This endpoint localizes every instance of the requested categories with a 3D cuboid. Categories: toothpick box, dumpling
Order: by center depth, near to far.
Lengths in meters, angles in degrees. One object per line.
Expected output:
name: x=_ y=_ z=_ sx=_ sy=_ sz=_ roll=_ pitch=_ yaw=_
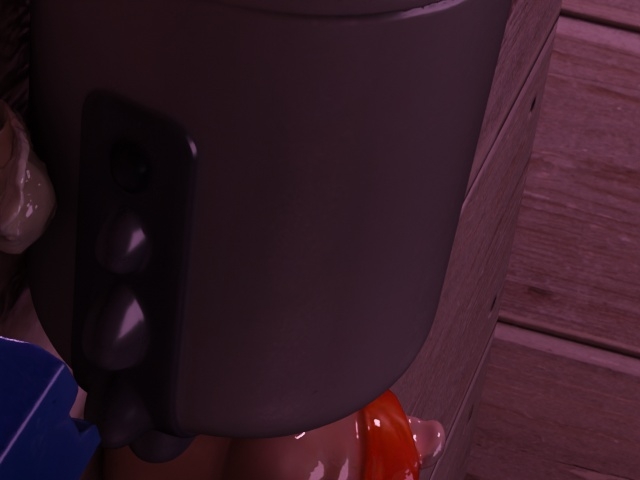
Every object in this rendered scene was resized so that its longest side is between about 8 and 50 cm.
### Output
dumpling: x=-0.132 y=-0.027 z=0.815 sx=0.057 sy=0.052 sz=0.076 roll=-63 pitch=167 yaw=2
toothpick box: x=-0.037 y=-0.041 z=0.879 sx=0.229 sy=0.229 sz=0.316 roll=-61 pitch=165 yaw=-51

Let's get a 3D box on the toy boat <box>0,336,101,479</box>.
toy boat: x=-0.195 y=0.165 z=0.705 sx=0.295 sy=0.088 sz=0.129 roll=-59 pitch=164 yaw=-20

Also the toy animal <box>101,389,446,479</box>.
toy animal: x=-0.031 y=0.144 z=1.154 sx=0.171 sy=0.198 sz=0.171 roll=-55 pitch=158 yaw=-36
